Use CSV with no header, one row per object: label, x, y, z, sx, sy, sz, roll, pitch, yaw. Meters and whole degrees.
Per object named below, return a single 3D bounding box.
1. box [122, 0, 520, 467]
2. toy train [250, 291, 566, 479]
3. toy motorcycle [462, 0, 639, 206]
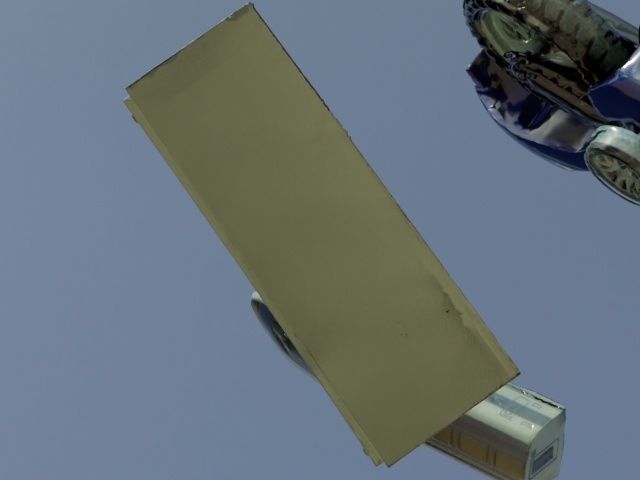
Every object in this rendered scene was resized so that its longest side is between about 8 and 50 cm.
box,0.000,0.000,0.846,0.086,0.129,0.225,-35,-94,0
toy train,0.039,0.088,1.039,0.252,0.048,0.055,23,-49,35
toy motorcycle,0.194,-0.034,0.768,0.113,0.315,0.169,-51,-31,-11
